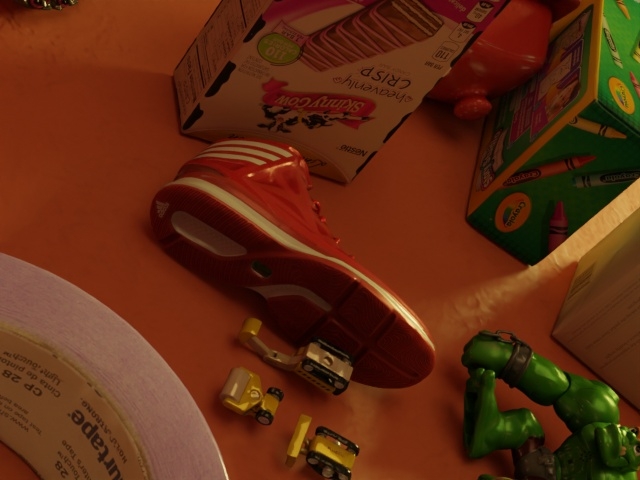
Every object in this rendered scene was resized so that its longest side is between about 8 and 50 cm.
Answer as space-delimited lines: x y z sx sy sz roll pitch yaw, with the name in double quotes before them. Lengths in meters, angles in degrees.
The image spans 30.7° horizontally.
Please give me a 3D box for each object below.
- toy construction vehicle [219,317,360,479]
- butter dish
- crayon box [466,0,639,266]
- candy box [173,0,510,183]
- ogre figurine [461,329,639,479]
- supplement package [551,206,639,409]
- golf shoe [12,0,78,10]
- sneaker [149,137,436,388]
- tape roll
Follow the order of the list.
"toy construction vehicle" -0.018 0.103 0.751 0.098 0.035 0.086 29 51 -13
"butter dish" 0.136 -0.168 1.068 0.160 0.160 0.118 9 72 -35
"crayon box" 0.230 -0.125 1.071 0.081 0.165 0.278 34 39 -12
"candy box" 0.015 -0.155 0.855 0.159 0.233 0.071 15 46 -30
"ogre figurine" 0.165 0.155 0.815 0.118 0.097 0.197 7 32 -14
"supplement package" 0.343 0.088 0.993 0.244 0.134 0.139 41 38 -2
"golf shoe" -0.201 -0.230 0.887 0.086 0.067 0.186 17 38 14
"sneaker" 0.000 0.000 0.817 0.221 0.087 0.128 38 39 -8
"tape roll" -0.176 0.133 0.533 0.275 0.090 0.275 23 42 -22
